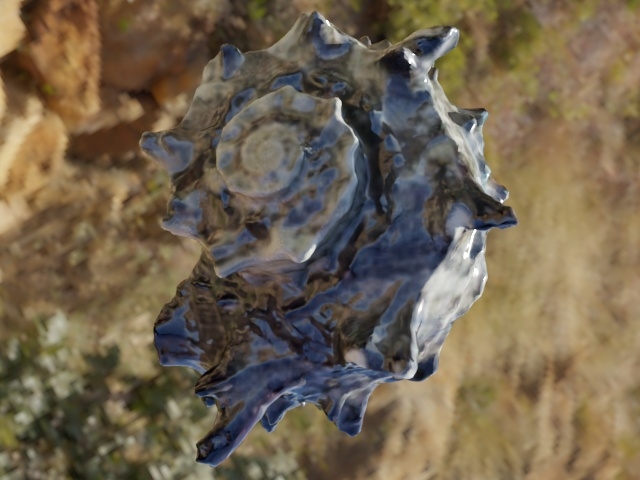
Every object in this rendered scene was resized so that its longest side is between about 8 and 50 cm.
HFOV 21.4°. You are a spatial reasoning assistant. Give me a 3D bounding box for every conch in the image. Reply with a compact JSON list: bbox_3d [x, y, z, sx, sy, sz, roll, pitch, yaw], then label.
[{"bbox_3d":[-0.009,-0.006,1.099,0.186,0.241,0.313,-78,-175,-73],"label":"conch"}]
